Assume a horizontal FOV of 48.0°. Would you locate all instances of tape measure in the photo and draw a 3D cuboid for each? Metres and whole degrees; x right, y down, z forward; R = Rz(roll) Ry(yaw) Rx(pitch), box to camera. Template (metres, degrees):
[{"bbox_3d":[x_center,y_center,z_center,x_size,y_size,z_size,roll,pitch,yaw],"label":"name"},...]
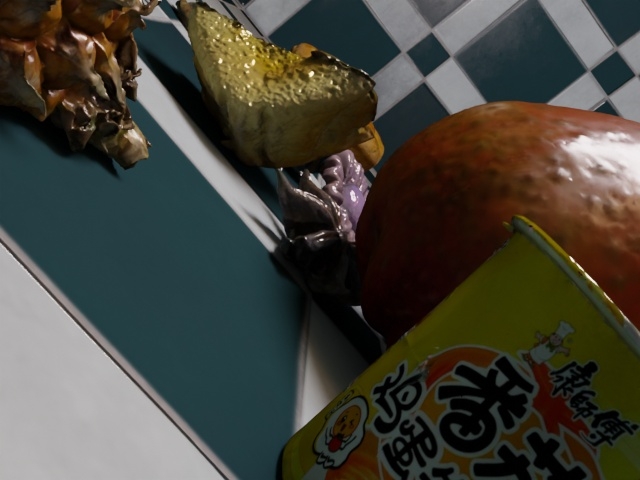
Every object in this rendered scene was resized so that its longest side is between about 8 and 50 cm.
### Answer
[{"bbox_3d":[-0.039,-0.110,1.103,0.107,0.104,0.179,81,19,-54],"label":"tape measure"}]

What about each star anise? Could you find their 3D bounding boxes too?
[{"bbox_3d":[0.000,0.000,0.793,0.180,0.061,0.204,63,15,-4],"label":"star anise"}]

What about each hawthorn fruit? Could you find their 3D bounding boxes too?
[{"bbox_3d":[0.241,0.043,0.712,0.402,0.403,0.403,50,10,-12],"label":"hawthorn fruit"}]

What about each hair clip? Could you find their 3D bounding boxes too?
[{"bbox_3d":[0.046,-0.053,1.099,0.300,0.069,0.172,-79,153,-81],"label":"hair clip"}]

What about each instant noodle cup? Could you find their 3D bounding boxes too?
[{"bbox_3d":[0.116,0.143,0.423,0.264,0.200,0.264,50,10,-12],"label":"instant noodle cup"}]

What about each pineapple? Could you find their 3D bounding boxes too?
[{"bbox_3d":[-0.143,-0.137,0.461,0.164,0.140,0.250,51,7,-10],"label":"pineapple"}]

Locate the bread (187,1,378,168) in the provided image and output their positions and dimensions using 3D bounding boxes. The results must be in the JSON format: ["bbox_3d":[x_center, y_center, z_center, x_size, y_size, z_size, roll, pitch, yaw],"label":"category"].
[{"bbox_3d":[-0.064,-0.156,0.860,0.252,0.132,0.174,25,-23,6],"label":"bread"}]

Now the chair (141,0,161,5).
[{"bbox_3d":[-0.285,-0.481,0.959,0.319,0.160,0.186,51,8,-20],"label":"chair"}]

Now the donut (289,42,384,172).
[{"bbox_3d":[0.010,-0.264,1.517,0.299,0.150,0.317,52,9,0],"label":"donut"}]

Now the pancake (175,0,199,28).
[{"bbox_3d":[-0.182,-0.364,1.353,0.286,0.033,0.288,58,12,27],"label":"pancake"}]
